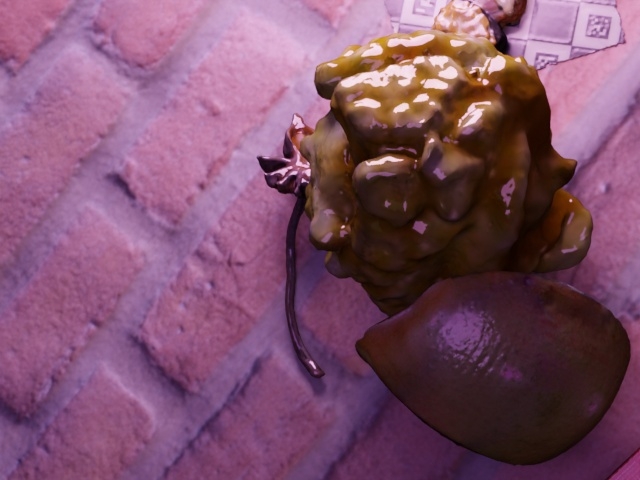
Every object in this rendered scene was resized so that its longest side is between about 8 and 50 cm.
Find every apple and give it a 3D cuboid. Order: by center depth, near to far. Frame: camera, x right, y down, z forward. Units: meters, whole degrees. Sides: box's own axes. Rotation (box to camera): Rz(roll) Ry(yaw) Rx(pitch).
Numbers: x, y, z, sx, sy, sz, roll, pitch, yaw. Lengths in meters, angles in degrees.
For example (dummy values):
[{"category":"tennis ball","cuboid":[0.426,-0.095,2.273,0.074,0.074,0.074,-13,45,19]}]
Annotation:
[{"category":"apple","cuboid":[0.193,0.127,1.539,0.193,0.265,0.120,-49,29,31]}]

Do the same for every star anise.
[{"category":"star anise","cuboid":[0.000,0.000,1.757,0.148,0.218,0.227,-1,126,-11]}]

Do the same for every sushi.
[{"category":"sushi","cuboid":[0.178,-0.322,1.721,0.264,0.050,0.290,-16,78,15]}]

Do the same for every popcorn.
[{"category":"popcorn","cuboid":[0.111,-0.068,1.589,0.274,0.335,0.279,-25,67,1]}]

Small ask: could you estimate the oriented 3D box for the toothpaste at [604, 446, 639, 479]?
[{"category":"toothpaste","cuboid":[0.333,0.247,1.584,0.320,0.076,0.066,-44,72,8]}]
